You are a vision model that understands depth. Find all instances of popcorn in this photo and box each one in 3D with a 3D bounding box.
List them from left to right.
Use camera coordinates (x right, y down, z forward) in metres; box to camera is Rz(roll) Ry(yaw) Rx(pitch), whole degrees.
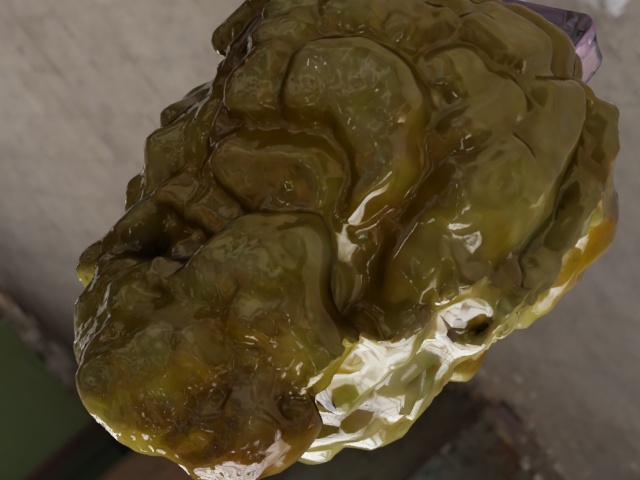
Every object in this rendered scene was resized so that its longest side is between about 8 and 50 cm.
[{"bbox_3d":[0.000,0.000,0.888,0.225,0.332,0.265,43,142,-1],"label":"popcorn"}]

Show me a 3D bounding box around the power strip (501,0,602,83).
[{"bbox_3d":[0.068,-0.051,1.114,0.109,0.279,0.037,21,153,44],"label":"power strip"}]
